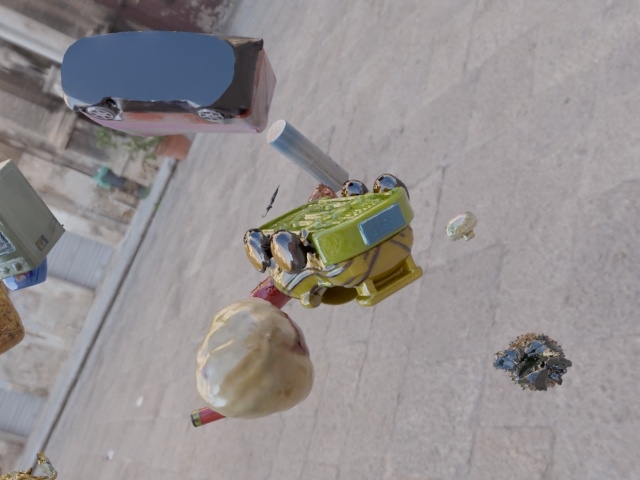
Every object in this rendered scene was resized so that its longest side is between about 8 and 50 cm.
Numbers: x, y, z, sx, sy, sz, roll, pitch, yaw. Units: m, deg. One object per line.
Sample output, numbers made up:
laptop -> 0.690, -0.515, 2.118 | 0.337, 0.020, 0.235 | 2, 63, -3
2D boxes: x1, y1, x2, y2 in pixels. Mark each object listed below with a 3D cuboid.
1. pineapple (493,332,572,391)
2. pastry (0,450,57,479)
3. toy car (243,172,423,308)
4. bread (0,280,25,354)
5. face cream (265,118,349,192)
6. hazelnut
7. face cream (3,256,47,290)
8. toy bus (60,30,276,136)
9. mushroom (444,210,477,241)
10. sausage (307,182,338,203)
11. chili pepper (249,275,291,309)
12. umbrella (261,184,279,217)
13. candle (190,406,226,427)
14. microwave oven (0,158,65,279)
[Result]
pineapple -> 0.482, 0.284, 1.494 | 0.310, 0.170, 0.141 | 18, -106, -73
pastry -> -0.640, 0.546, 1.390 | 0.250, 0.102, 0.154 | -13, 36, 16
toy car -> 0.023, 0.014, 0.860 | 0.200, 0.142, 0.248 | -28, 13, -25
bread -> -0.677, 0.130, 1.297 | 0.083, 0.211, 0.114 | -23, 8, 42
face cream -> -0.032, -0.222, 1.748 | 0.077, 0.250, 0.077 | -30, 42, 32
hazelnut -> -0.144, 0.262, 1.398 | 0.241, 0.261, 0.261 | -18, 51, 58
face cream -> -0.913, 0.013, 1.971 | 0.083, 0.149, 0.263 | -125, 18, -84
toy bus -> -0.221, -0.228, 0.976 | 0.147, 0.303, 0.127 | 41, -127, -70
mushroom -> 0.328, -0.030, 1.525 | 0.084, 0.067, 0.083 | -33, -12, -8
sausage -> 0.000, 0.001, 1.795 | 0.097, 0.094, 0.348 | -52, -25, -45
chili pepper -> -0.113, 0.130, 2.004 | 0.387, 0.110, 0.110 | -46, 12, -17
umbrella -> -0.147, -0.119, 1.979 | 0.013, 0.022, 0.122 | 42, 116, 25
candle -> -0.321, 0.516, 1.962 | 0.131, 0.052, 0.052 | -20, 29, 4
microwave oven -> -0.686, -0.043, 1.416 | 0.129, 0.205, 0.163 | -17, 30, 17
